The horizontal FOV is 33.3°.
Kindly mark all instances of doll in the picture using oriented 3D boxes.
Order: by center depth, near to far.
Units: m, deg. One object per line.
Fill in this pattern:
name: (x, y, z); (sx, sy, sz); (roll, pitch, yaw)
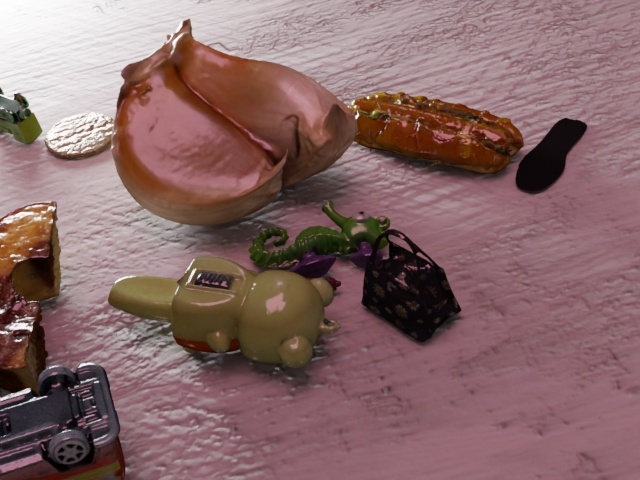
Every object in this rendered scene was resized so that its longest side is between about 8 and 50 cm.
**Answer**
doll: (0.000, 0.000, 1.395); (0.190, 0.050, 0.115); (-14, 44, -3)

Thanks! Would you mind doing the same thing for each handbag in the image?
handbag: (0.097, 0.039, 1.259); (0.072, 0.139, 0.115); (-40, 50, -22)

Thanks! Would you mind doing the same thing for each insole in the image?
insole: (0.327, -0.123, 1.515); (0.064, 0.004, 0.188); (18, 46, 28)

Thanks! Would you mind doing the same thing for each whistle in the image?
whistle: (-0.114, 0.083, 1.270); (0.288, 0.106, 0.131); (6, 44, 15)

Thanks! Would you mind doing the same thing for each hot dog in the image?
hot dog: (0.157, -0.158, 1.541); (0.269, 0.072, 0.115); (15, 53, 25)

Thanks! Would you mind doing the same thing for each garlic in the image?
garlic: (-0.124, -0.152, 1.476); (0.313, 0.249, 0.286); (32, 35, 14)

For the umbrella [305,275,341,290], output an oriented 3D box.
umbrella: (-0.055, 0.056, 1.353); (0.165, 0.027, 0.025); (-1, 15, 13)

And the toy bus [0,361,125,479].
toy bus: (-0.337, 0.232, 1.120); (0.265, 0.120, 0.121); (-17, 40, -11)

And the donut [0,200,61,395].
donut: (-0.398, 0.089, 1.313); (0.151, 0.112, 0.295); (-10, 38, 2)

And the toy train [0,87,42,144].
toy train: (-0.497, -0.203, 1.697); (0.122, 0.081, 0.050); (21, 57, 32)

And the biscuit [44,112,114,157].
biscuit: (-0.376, -0.166, 1.682); (0.120, 0.015, 0.120); (-5, 40, 4)
